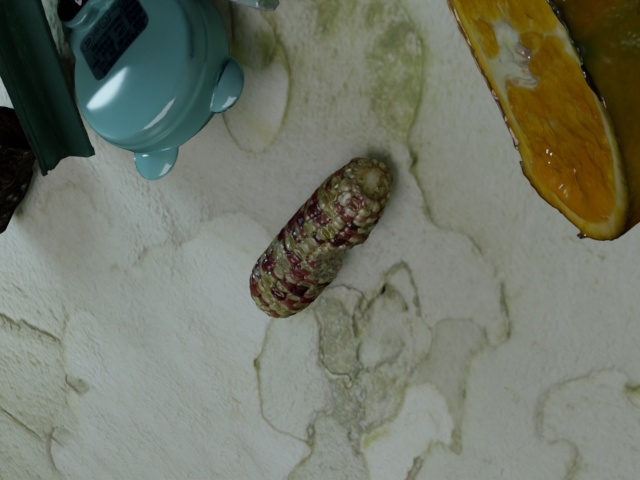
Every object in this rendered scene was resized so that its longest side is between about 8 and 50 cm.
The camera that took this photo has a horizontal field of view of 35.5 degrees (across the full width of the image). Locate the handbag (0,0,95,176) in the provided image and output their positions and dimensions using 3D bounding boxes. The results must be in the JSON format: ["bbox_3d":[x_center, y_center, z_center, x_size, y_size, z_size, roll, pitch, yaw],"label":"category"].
[{"bbox_3d":[-0.394,-0.264,1.292,0.238,0.089,0.326,52,161,45],"label":"handbag"}]

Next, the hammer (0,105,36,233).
[{"bbox_3d":[-0.621,-0.208,1.610,0.409,0.095,0.242,44,137,11],"label":"hammer"}]

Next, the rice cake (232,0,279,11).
[{"bbox_3d":[-0.161,-0.335,1.159,0.290,0.081,0.051,24,150,23],"label":"rice cake"}]

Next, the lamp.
[{"bbox_3d":[-0.218,-0.229,1.215,0.209,0.147,0.284,-43,81,19],"label":"lamp"}]

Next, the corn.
[{"bbox_3d":[0.000,0.000,1.262,0.098,0.098,0.290,45,134,2],"label":"corn"}]

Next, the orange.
[{"bbox_3d":[0.210,-0.158,0.873,0.274,0.274,0.310,1,86,37],"label":"orange"}]
